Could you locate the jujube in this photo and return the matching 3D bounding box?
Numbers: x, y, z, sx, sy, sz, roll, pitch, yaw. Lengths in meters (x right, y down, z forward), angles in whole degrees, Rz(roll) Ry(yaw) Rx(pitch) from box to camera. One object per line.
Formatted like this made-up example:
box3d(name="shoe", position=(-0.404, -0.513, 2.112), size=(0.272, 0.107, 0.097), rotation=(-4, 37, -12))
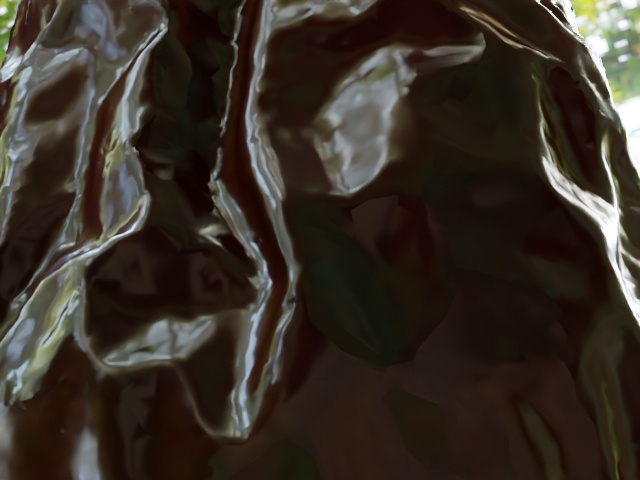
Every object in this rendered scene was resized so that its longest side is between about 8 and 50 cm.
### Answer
box3d(name="jujube", position=(0.000, 0.000, 0.453), size=(0.216, 0.216, 0.342), rotation=(16, -127, -31))
